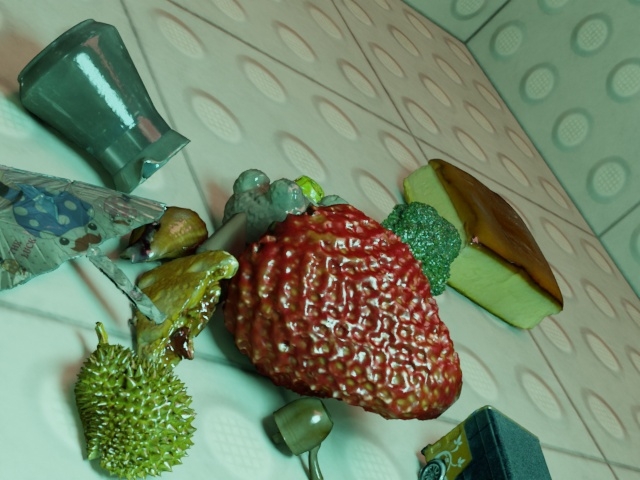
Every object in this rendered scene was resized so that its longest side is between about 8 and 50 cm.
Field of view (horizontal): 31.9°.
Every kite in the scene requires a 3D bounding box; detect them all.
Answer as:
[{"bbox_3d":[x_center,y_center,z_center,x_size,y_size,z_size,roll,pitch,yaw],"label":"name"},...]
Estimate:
[{"bbox_3d":[-0.300,-0.005,1.399,0.314,0.011,0.335,40,35,13],"label":"kite"}]

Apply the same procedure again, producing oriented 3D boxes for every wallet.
[{"bbox_3d":[-0.143,0.033,1.576,0.038,0.118,0.153,11,23,12],"label":"wallet"}]

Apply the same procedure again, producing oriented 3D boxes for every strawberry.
[{"bbox_3d":[0.052,0.114,1.545,0.351,0.267,0.312,36,7,22],"label":"strawberry"}]

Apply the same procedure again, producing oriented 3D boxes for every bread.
[{"bbox_3d":[0.353,0.005,2.450,0.323,0.143,0.333,31,26,-35],"label":"bread"}]

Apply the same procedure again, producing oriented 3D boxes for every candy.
[{"bbox_3d":[0.002,0.000,1.955,0.262,0.073,0.077,68,8,29],"label":"candy"}]

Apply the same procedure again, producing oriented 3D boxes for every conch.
[{"bbox_3d":[-0.211,-0.009,1.546,0.086,0.080,0.232,16,4,27],"label":"conch"}]

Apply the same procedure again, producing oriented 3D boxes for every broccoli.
[{"bbox_3d":[0.172,0.024,2.080,0.195,0.195,0.156,45,-15,-3],"label":"broccoli"}]

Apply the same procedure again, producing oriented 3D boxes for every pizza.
[{"bbox_3d":[-0.177,0.097,1.424,0.069,0.154,0.194,53,37,-36],"label":"pizza"}]

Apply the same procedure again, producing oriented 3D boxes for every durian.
[{"bbox_3d":[-0.204,0.166,1.257,0.146,0.102,0.208,11,37,-46],"label":"durian"}]

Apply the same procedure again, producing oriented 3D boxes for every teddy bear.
[{"bbox_3d":[-0.029,-0.011,1.783,0.267,0.151,0.236,17,4,-42],"label":"teddy bear"}]

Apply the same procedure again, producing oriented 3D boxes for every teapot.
[{"bbox_3d":[-0.306,-0.183,1.605,0.225,0.171,0.203,51,-9,-7],"label":"teapot"},{"bbox_3d":[-0.016,0.262,1.477,0.110,0.080,0.085,61,2,0],"label":"teapot"}]

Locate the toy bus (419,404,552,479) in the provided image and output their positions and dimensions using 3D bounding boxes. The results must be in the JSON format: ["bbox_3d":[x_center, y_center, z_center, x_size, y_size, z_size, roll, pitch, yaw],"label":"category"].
[{"bbox_3d":[0.254,0.388,1.603,0.138,0.167,0.275,35,26,-26],"label":"toy bus"}]
